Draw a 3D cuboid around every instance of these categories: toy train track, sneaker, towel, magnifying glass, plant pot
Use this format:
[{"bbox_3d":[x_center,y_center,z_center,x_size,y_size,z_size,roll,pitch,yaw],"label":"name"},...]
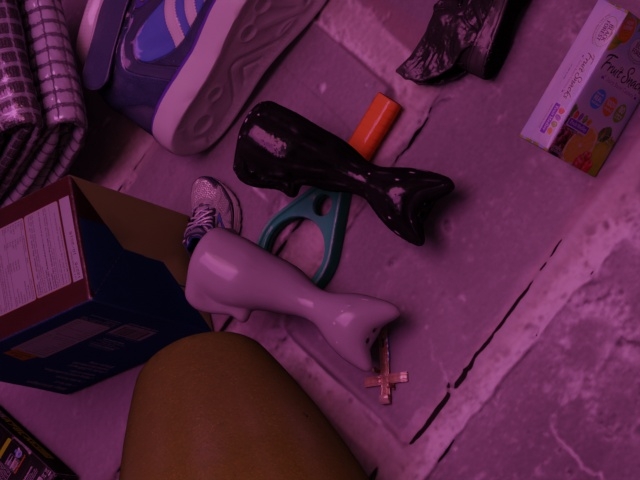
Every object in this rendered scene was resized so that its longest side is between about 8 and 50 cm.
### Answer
[{"bbox_3d":[0.059,0.115,1.757,0.048,0.014,0.083,-12,72,31],"label":"toy train track"},{"bbox_3d":[-0.113,-0.008,1.873,0.052,0.058,0.135,-24,66,27],"label":"sneaker"},{"bbox_3d":[-0.364,-0.152,1.976,0.283,0.121,0.235,-46,54,48],"label":"towel"},{"bbox_3d":[0.009,-0.042,1.822,0.092,0.026,0.231,37,99,34],"label":"magnifying glass"},{"bbox_3d":[0.145,-0.220,1.758,0.089,0.051,0.170,26,97,30],"label":"sneaker"},{"bbox_3d":[-0.078,0.234,1.690,0.275,0.275,0.293,-39,46,20],"label":"plant pot"},{"bbox_3d":[-0.135,-0.272,1.907,0.236,0.130,0.322,45,109,28],"label":"sneaker"}]

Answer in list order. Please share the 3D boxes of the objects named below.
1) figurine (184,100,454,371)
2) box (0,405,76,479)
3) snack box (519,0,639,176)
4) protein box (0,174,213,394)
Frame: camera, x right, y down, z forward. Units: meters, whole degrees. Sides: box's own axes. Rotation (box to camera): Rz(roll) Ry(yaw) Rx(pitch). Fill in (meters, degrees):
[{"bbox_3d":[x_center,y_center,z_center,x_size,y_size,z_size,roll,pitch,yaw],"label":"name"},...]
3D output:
[{"bbox_3d":[0.000,0.000,1.761,0.209,0.092,0.215,23,94,20],"label":"figurine"},{"bbox_3d":[-0.371,0.283,1.983,0.184,0.045,0.190,34,99,37],"label":"box"},{"bbox_3d":[0.247,-0.135,1.640,0.037,0.100,0.141,34,98,34],"label":"snack box"},{"bbox_3d":[-0.256,0.051,1.866,0.201,0.200,0.136,-23,66,27],"label":"protein box"}]
